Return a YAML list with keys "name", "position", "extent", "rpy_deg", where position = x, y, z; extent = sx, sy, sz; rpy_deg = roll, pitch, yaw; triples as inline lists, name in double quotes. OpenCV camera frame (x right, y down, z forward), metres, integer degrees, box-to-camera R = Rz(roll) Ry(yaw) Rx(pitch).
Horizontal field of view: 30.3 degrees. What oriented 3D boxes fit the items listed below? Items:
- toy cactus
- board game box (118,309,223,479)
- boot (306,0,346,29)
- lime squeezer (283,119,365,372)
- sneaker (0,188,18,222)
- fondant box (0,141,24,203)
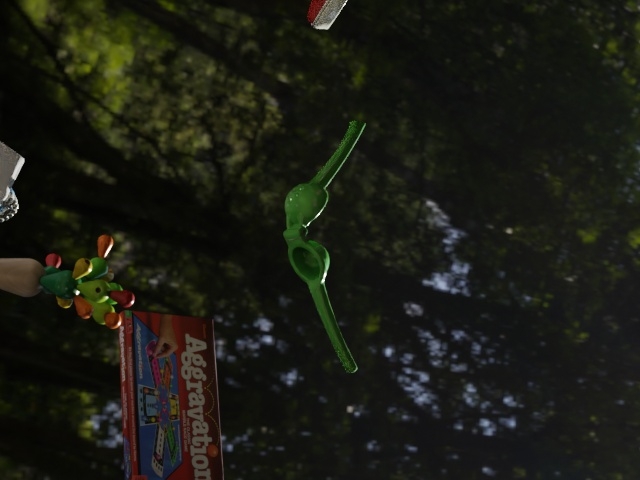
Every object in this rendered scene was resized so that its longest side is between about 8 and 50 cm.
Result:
- name: "toy cactus"
  position: [-0.338, 0.046, 1.534]
  extent: [0.219, 0.180, 0.112]
  rpy_deg: [30, -73, 63]
- name: "board game box"
  position: [-0.209, 0.241, 1.663]
  extent: [0.027, 0.145, 0.281]
  rpy_deg: [-31, -121, 48]
- name: "boot"
  position: [-0.016, -0.420, 1.609]
  extent: [0.088, 0.176, 0.244]
  rpy_deg: [-80, -169, -58]
- name: "lime squeezer"
  position: [0.000, 0.000, 1.414]
  extent: [0.059, 0.110, 0.310]
  rpy_deg: [-5, -102, 33]
- name: "sneaker"
  position: [-0.548, -0.047, 1.859]
  extent: [0.162, 0.063, 0.073]
  rpy_deg: [-26, -127, 8]
- name: "fondant box"
  position: [-0.580, -0.057, 1.523]
  extent: [0.330, 0.238, 0.096]
  rpy_deg: [-38, -153, 28]
